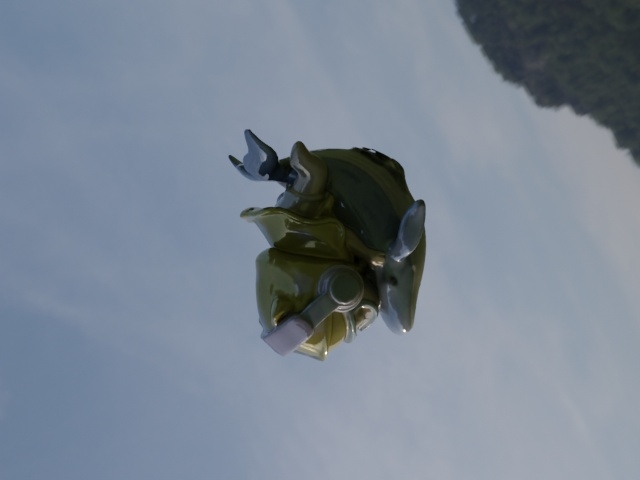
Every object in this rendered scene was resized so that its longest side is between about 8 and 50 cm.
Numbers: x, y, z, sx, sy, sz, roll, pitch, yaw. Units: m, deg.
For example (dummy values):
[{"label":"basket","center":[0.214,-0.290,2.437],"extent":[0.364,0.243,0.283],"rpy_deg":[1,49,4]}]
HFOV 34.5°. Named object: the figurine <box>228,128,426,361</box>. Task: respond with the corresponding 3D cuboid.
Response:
[{"label":"figurine","center":[0.000,0.000,0.837],"extent":[0.208,0.184,0.128],"rpy_deg":[43,165,-3]}]
